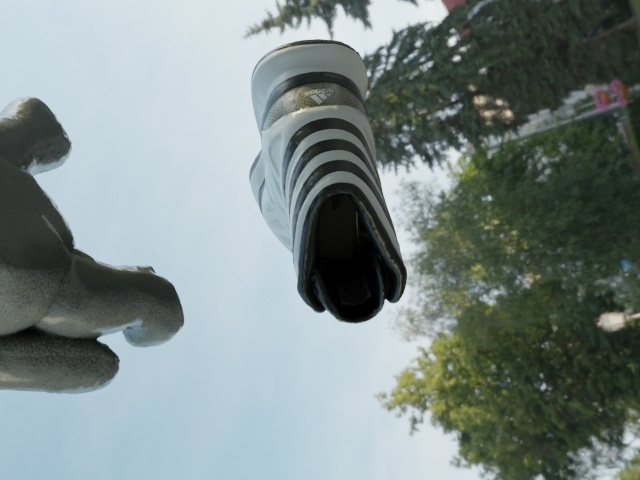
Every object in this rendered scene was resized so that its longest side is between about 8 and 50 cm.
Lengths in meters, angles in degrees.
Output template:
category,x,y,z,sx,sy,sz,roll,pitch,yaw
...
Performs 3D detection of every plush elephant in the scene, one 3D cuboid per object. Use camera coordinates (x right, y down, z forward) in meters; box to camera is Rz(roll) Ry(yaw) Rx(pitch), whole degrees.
category,x,y,z,sx,sy,sz,roll,pitch,yaw
plush elephant,-0.315,0.059,0.507,0.271,0.255,0.330,54,-166,-3

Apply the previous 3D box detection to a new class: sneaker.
category,x,y,z,sx,sy,sz,roll,pitch,yaw
sneaker,-0.001,0.000,0.787,0.447,0.169,0.257,83,179,-65
